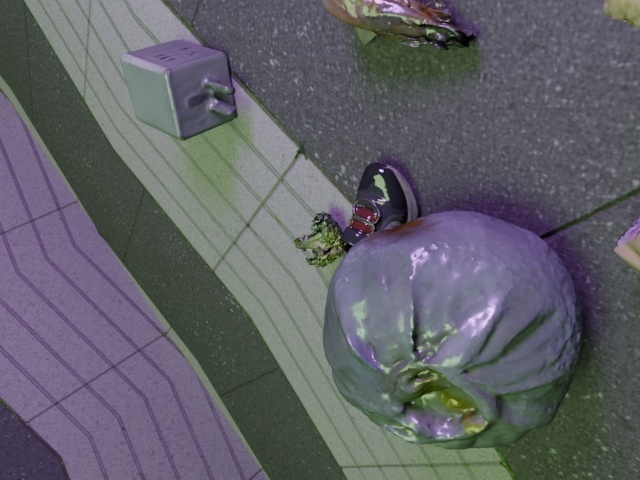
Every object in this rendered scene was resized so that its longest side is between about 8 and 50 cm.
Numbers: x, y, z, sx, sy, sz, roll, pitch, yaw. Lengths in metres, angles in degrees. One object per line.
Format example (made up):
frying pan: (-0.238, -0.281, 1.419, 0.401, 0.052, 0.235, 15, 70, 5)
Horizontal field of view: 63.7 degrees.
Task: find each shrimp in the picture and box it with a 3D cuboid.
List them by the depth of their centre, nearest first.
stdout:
shrimp: (0.095, -0.307, 0.593, 0.219, 0.046, 0.152, 31, 126, 12)

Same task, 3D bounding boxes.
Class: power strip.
power strip: (-0.251, -0.282, 0.978, 0.224, 0.140, 0.139, 28, 136, 36)

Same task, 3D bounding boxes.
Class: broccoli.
broccoli: (0.000, 0.000, 0.941, 0.097, 0.092, 0.095, 147, 111, -71)

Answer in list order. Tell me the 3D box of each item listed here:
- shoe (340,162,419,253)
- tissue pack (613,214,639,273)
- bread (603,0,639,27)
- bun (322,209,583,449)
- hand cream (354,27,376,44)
shoe: (0.084, -0.006, 0.808, 0.099, 0.112, 0.228, 26, 137, 39)
tissue pack: (0.404, 0.031, 0.406, 0.257, 0.123, 0.215, 47, 163, 18)
bread: (0.296, -0.278, 0.241, 0.236, 0.165, 0.375, -126, 25, -49)
bun: (0.161, 0.135, 0.685, 0.361, 0.211, 0.362, 11, 120, 20)
hand cream: (0.034, -0.350, 0.651, 0.087, 0.054, 0.186, -20, 108, 51)
